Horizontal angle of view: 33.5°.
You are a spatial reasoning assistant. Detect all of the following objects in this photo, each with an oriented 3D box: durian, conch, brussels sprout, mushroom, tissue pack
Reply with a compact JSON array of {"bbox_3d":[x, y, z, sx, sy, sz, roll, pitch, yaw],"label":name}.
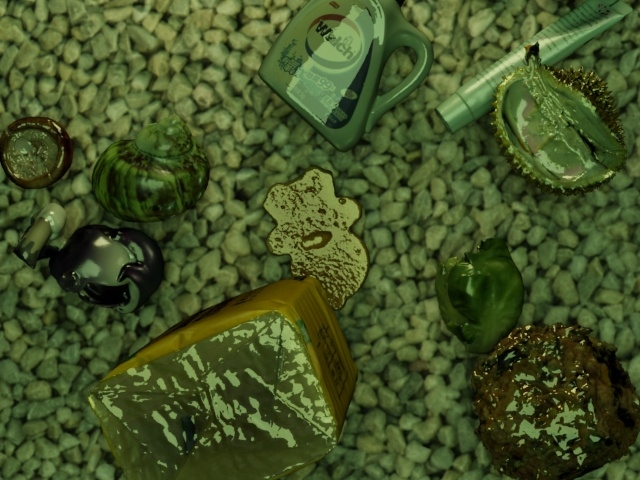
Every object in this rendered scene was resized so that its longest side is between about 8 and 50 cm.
[{"bbox_3d":[0.352,-0.181,1.614,0.193,0.138,0.237,-17,92,6],"label":"durian"},{"bbox_3d":[-0.267,-0.112,1.651,0.187,0.124,0.182,27,88,11],"label":"conch"},{"bbox_3d":[0.253,0.089,1.642,0.139,0.100,0.181,-6,87,-10],"label":"brussels sprout"},{"bbox_3d":[-0.453,-0.139,1.695,0.123,0.052,0.123,0,92,10],"label":"mushroom"},{"bbox_3d":[-0.118,0.205,1.502,0.293,0.382,0.228,-23,93,7],"label":"tissue pack"}]

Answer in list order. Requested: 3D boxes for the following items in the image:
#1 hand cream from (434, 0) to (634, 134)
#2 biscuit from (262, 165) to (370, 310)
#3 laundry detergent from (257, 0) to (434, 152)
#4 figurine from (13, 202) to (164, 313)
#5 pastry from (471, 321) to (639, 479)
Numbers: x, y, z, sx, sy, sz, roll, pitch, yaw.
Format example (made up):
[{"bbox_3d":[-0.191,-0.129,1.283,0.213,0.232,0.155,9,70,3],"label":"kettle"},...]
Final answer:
[{"bbox_3d":[0.325,-0.282,1.651,0.331,0.085,0.058,-37,128,4],"label":"hand cream"},{"bbox_3d":[0.000,0.000,1.680,0.166,0.036,0.226,-27,91,6],"label":"biscuit"},{"bbox_3d":[0.060,-0.298,1.645,0.215,0.105,0.280,43,91,0],"label":"laundry detergent"},{"bbox_3d":[-0.351,0.022,1.651,0.222,0.145,0.145,32,91,-18],"label":"figurine"},{"bbox_3d":[0.354,0.247,1.578,0.274,0.193,0.275,-1,96,-5],"label":"pastry"}]
